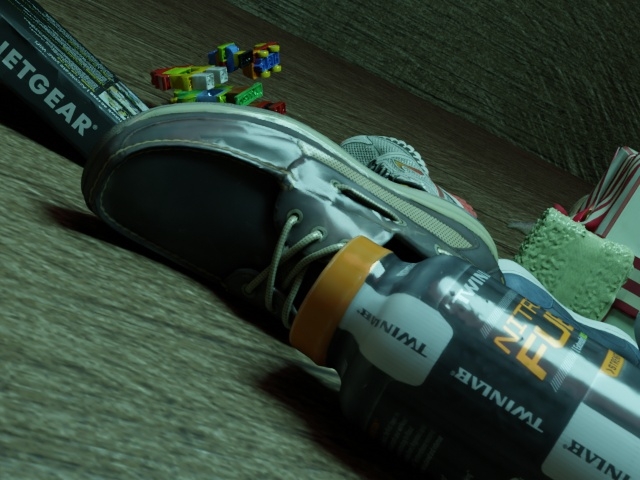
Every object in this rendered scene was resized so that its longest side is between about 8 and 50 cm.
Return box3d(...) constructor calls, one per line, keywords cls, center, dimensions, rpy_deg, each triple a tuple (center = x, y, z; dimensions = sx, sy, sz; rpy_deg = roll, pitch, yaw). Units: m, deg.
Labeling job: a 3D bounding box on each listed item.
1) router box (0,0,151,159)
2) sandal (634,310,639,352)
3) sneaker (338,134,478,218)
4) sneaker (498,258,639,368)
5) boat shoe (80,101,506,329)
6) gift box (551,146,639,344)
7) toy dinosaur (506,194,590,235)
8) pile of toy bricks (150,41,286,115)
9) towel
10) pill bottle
box3d(cls="router box", center=(-0.228, -0.144, 0.932), dimensions=(0.179, 0.046, 0.133), rpy_deg=(43, 11, -11))
box3d(cls="sandal", center=(0.406, 0.198, 0.824), dimensions=(0.416, 0.102, 0.169), rpy_deg=(54, -7, 35))
box3d(cls="sneaker", center=(0.094, -0.066, 1.299), dimensions=(0.093, 0.088, 0.225), rpy_deg=(11, 23, -48))
box3d(cls="sneaker", center=(0.228, 0.125, 0.917), dimensions=(0.226, 0.086, 0.163), rpy_deg=(31, 20, -23))
box3d(cls="boat shoe", center=(0.000, 0.000, 0.796), dimensions=(0.355, 0.132, 0.130), rpy_deg=(15, 26, -23))
box3d(cls="gift box", center=(0.367, 0.031, 1.138), dimensions=(0.258, 0.276, 0.255), rpy_deg=(29, 9, 3))
box3d(cls="toy dinosaur", center=(0.378, -0.015, 1.405), dimensions=(0.127, 0.200, 0.296), rpy_deg=(19, 6, -26))
box3d(cls="pile of toy bricks", center=(-0.128, -0.172, 1.252), dimensions=(0.105, 0.118, 0.212), rpy_deg=(5, 22, 23))
box3d(cls="towel", center=(0.220, 0.052, 1.007), dimensions=(0.110, 0.148, 0.027), rpy_deg=(27, 9, -10))
box3d(cls="pill bottle", center=(0.102, 0.095, 0.668), dimensions=(0.246, 0.130, 0.130), rpy_deg=(32, 14, 13))
